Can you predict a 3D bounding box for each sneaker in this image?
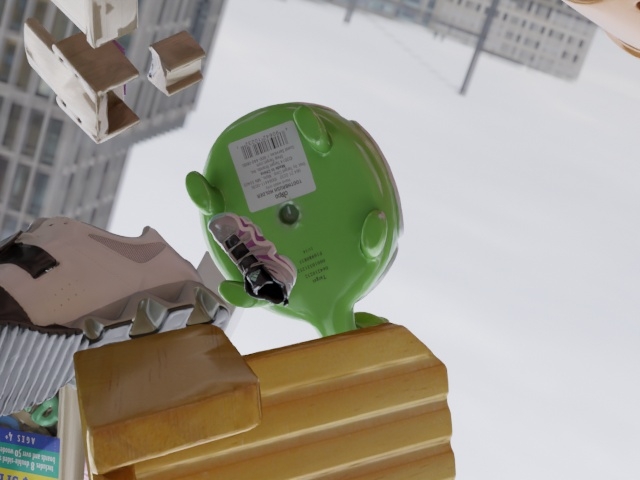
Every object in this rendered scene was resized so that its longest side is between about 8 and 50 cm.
[{"bbox_3d":[-0.244,0.052,1.052,0.330,0.122,0.146,-5,-130,-45],"label":"sneaker"},{"bbox_3d":[-0.060,0.021,1.119,0.098,0.038,0.069,37,-155,-17],"label":"sneaker"}]

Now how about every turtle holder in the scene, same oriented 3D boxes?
[{"bbox_3d":[0.008,-0.018,1.548,0.320,0.243,0.227,42,-166,7],"label":"turtle holder"}]

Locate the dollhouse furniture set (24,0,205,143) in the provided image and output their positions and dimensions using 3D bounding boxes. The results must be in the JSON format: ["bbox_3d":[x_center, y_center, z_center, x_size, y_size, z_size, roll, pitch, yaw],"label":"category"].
[{"bbox_3d":[-0.137,-0.302,1.157,0.303,0.286,0.198,-31,-118,-28],"label":"dollhouse furniture set"}]

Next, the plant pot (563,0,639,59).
[{"bbox_3d":[0.352,-0.328,1.315,0.203,0.291,0.291,4,-157,-38],"label":"plant pot"}]

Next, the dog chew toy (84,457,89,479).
[{"bbox_3d":[-0.193,0.298,1.496,0.206,0.332,0.207,-18,-152,10],"label":"dog chew toy"}]

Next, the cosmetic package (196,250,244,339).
[{"bbox_3d":[-0.180,0.141,1.834,0.085,0.117,0.231,21,-130,3],"label":"cosmetic package"}]

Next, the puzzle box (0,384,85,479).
[{"bbox_3d":[-0.433,0.201,1.291,0.408,0.272,0.052,8,-165,14],"label":"puzzle box"}]

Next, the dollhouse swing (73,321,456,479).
[{"bbox_3d":[-0.002,0.243,0.911,0.304,0.347,0.315,-7,-172,-12],"label":"dollhouse swing"}]
